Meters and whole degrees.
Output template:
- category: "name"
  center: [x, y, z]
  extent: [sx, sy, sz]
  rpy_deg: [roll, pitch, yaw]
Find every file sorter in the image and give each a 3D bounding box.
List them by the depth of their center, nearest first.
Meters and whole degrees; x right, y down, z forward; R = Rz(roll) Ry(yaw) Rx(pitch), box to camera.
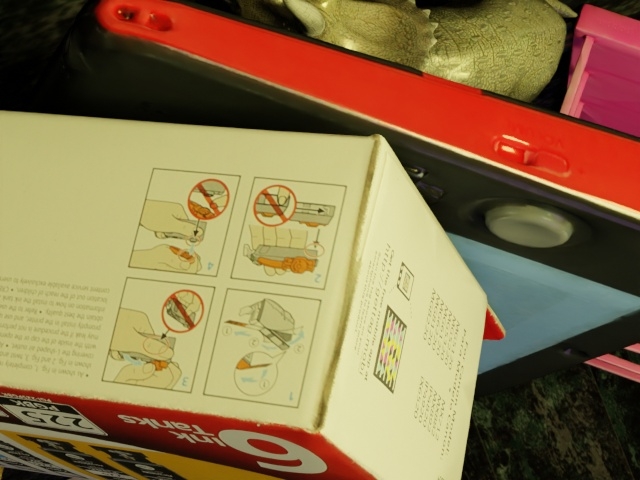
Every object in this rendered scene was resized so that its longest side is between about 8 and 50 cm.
- category: "file sorter"
  center: [0.246, -0.006, 1.220]
  extent: [0.202, 0.182, 0.291]
  rpy_deg: [19, 169, 10]

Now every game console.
- category: "game console"
  center: [0.000, 0.000, 0.900]
  extent: [0.342, 0.060, 0.386]
  rpy_deg: [14, 161, -17]

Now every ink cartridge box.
- category: "ink cartridge box"
  center: [-0.088, 0.048, 0.828]
  extent: [0.309, 0.130, 0.272]
  rpy_deg: [5, 162, 21]

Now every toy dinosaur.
- category: "toy dinosaur"
  center: [0.060, -0.089, 0.938]
  extent: [0.313, 0.121, 0.160]
  rpy_deg: [-5, 175, -40]

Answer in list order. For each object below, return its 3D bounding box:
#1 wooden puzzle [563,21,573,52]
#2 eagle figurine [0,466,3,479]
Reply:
- category: "wooden puzzle"
  center: [0.148, -0.130, 1.169]
  extent: [0.049, 0.006, 0.083]
  rpy_deg: [-21, 168, 3]
- category: "eagle figurine"
  center: [-0.152, 0.055, 1.183]
  extent: [0.298, 0.225, 0.226]
  rpy_deg: [-47, -142, -12]
